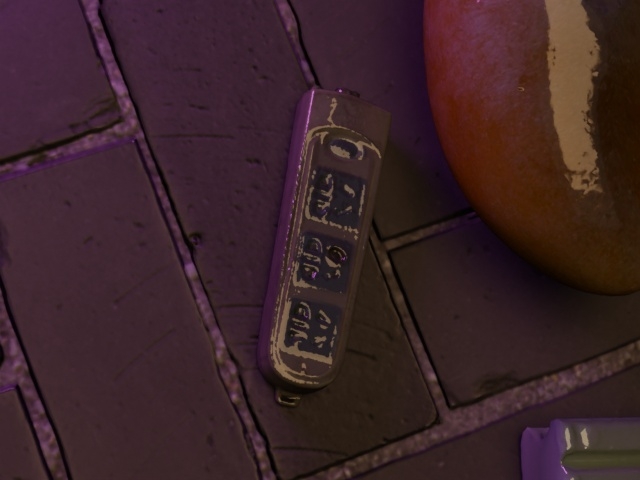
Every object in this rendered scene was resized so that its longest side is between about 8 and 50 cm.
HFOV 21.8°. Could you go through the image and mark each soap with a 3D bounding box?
[{"bbox_3d":[0.315,0.236,1.438,0.265,0.087,0.160,1,76,-17],"label":"soap"}]

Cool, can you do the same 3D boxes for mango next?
[{"bbox_3d":[0.205,-0.135,1.438,0.221,0.199,0.384,-12,81,-18],"label":"mango"}]

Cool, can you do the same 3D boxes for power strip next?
[{"bbox_3d":[-0.001,0.001,1.424,0.080,0.048,0.286,15,74,-12],"label":"power strip"}]
